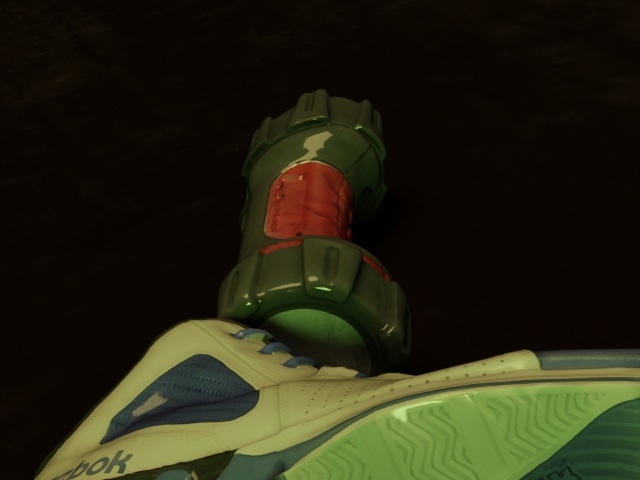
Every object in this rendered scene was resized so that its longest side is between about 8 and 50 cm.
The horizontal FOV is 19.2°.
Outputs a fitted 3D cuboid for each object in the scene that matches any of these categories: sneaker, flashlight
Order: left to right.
[{"bbox_3d":[-0.005,0.089,0.796,0.315,0.127,0.182,-16,26,11],"label":"sneaker"},{"bbox_3d":[0.000,0.000,1.023,0.103,0.103,0.304,9,25,-1],"label":"flashlight"}]
